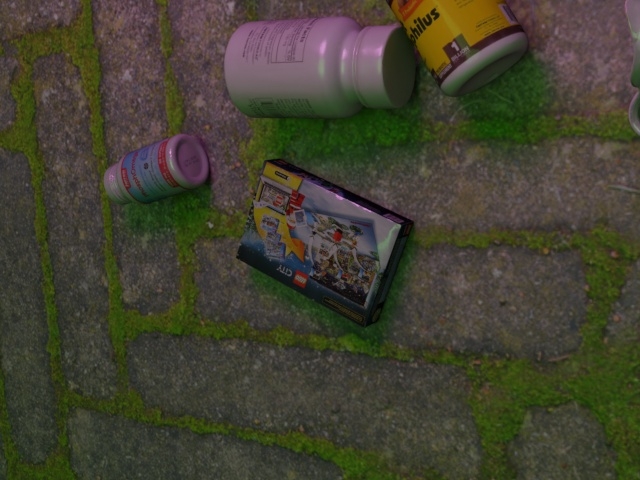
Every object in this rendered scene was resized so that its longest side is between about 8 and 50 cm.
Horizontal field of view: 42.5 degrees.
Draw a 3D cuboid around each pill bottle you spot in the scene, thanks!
[{"bbox_3d":[0.001,-0.225,1.079,0.229,0.131,0.131,6,102,30],"label":"pill bottle"},{"bbox_3d":[-0.259,-0.105,1.281,0.160,0.087,0.087,-15,91,32],"label":"pill bottle"},{"bbox_3d":[0.147,-0.289,0.987,0.117,0.117,0.215,-35,80,31],"label":"pill bottle"}]

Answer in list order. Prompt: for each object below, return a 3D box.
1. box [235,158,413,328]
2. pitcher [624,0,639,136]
[{"bbox_3d":[0.000,0.000,1.170,0.233,0.044,0.159,27,112,24],"label":"box"},{"bbox_3d":[0.424,-0.175,0.853,0.207,0.125,0.177,18,127,38],"label":"pitcher"}]
